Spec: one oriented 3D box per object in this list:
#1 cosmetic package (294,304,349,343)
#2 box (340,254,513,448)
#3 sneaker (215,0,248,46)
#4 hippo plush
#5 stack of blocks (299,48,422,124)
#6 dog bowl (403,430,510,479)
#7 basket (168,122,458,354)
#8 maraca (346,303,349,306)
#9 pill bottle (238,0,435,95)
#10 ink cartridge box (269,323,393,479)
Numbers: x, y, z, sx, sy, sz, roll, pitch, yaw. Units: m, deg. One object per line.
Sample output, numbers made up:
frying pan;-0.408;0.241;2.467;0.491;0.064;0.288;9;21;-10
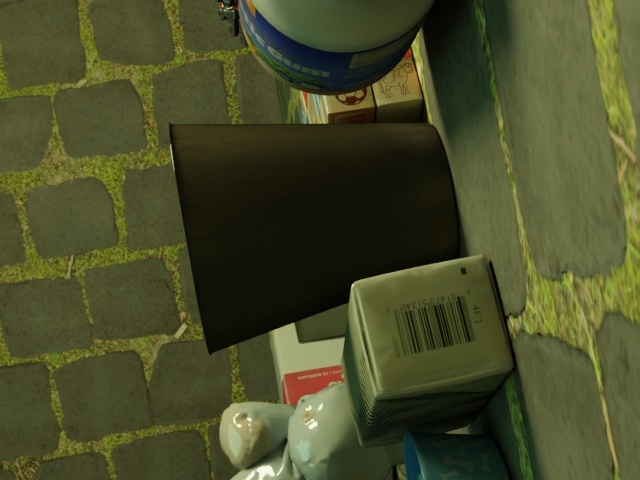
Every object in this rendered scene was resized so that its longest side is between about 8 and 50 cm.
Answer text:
cosmetic package;0.000;0.000;1.794;0.296;0.129;0.153;-107;9;-58
box;0.081;0.102;1.030;0.275;0.113;0.094;87;171;-72
sneaker;-0.022;-0.331;1.197;0.121;0.112;0.299;46;139;20
hippo plush;0.048;0.250;1.404;0.236;0.294;0.234;-29;82;59
stack of blocks;0.034;-0.134;1.246;0.297;0.087;0.171;89;170;-67
dog bowl;0.135;0.291;1.004;0.166;0.074;0.297;85;174;-54
basket;-0.004;-0.020;1.070;0.154;0.226;0.205;138;123;-86
maraca;0.060;0.032;1.216;0.186;0.099;0.127;49;176;4
pill bottle;0.013;-0.203;0.901;0.272;0.152;0.152;120;139;-85
ink cartridge box;0.008;0.242;2.066;0.385;0.160;0.279;-105;7;-51
